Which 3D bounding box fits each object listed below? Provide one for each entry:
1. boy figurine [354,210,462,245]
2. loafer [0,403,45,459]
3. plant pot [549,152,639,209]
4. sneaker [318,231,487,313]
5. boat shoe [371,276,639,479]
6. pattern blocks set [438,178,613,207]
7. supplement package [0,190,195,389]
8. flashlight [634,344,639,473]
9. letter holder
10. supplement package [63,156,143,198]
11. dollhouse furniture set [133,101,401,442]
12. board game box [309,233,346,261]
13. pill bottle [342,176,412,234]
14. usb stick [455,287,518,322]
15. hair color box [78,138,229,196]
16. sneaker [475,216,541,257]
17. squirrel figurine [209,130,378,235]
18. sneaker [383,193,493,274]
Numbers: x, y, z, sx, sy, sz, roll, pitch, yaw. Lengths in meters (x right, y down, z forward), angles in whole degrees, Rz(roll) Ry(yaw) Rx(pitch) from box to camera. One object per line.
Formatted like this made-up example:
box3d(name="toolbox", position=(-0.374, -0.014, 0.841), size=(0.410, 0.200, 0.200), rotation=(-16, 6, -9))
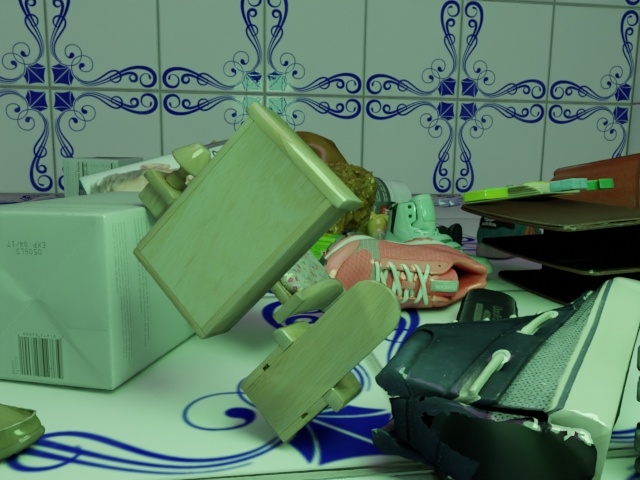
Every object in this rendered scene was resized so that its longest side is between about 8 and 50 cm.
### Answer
box3d(name="boy figurine", position=(0.176, -0.016, 1.303), size=(0.285, 0.092, 0.177), rotation=(9, 13, 44))
box3d(name="loafer", position=(-0.290, 0.138, 0.442), size=(0.148, 0.050, 0.056), rotation=(2, 9, 8))
box3d(name="plant pot", position=(0.692, -0.082, 1.310), size=(0.265, 0.272, 0.273), rotation=(-2, 5, 41))
box3d(name="sneaker", position=(0.128, 0.048, 0.832), size=(0.314, 0.115, 0.136), rotation=(-7, 13, -39))
box3d(name="boat shoe", position=(0.175, 0.096, 0.484), size=(0.158, 0.127, 0.341), rotation=(13, 16, 31))
box3d(name="pattern blocks set", position=(0.386, -0.094, 1.104), size=(0.325, 0.026, 0.286), rotation=(-5, 0, 45))
box3d(name="supplement package", position=(-0.245, 0.036, 0.681), size=(0.178, 0.175, 0.293), rotation=(2, 9, 14))
box3d(name="flashlight", position=(0.368, 0.144, 0.348), size=(0.304, 0.103, 0.103), rotation=(1, 34, 30))
box3d(name="letter holder", position=(0.383, 0.019, 0.934), size=(0.215, 0.151, 0.302), rotation=(-4, 10, -14))
box3d(name="supplement package", position=(-0.604, -0.133, 1.598), size=(0.145, 0.203, 0.262), rotation=(1, 9, -3))
box3d(name="dollhouse furniture set", position=(0.000, 0.000, 0.618), size=(0.303, 0.174, 0.356), rotation=(49, 16, 15))
box3d(name="board game box", position=(-0.020, 0.032, 0.981), size=(0.182, 0.092, 0.043), rotation=(7, 10, 32))
box3d(name="pill bottle", position=(0.107, -0.097, 1.577), size=(0.284, 0.161, 0.161), rotation=(-5, 11, -30))
box3d(name="usb stick", position=(0.201, 0.109, 0.683), size=(0.077, 0.045, 0.278), rotation=(11, 12, 17))
box3d(name="hair color box", position=(-0.218, -0.063, 0.992), size=(0.347, 0.173, 0.105), rotation=(-23, -17, -31))
box3d(name="sneaker", position=(0.462, -0.036, 1.351), size=(0.108, 0.120, 0.302), rotation=(8, 11, 34))
box3d(name="squirrel figurine", position=(-0.091, -0.118, 1.269), size=(0.371, 0.280, 0.397), rotation=(4, 13, -44))
box3d(name="sneaker", position=(0.218, -0.011, 1.090), size=(0.094, 0.150, 0.256), rotation=(-5, 12, -41))
